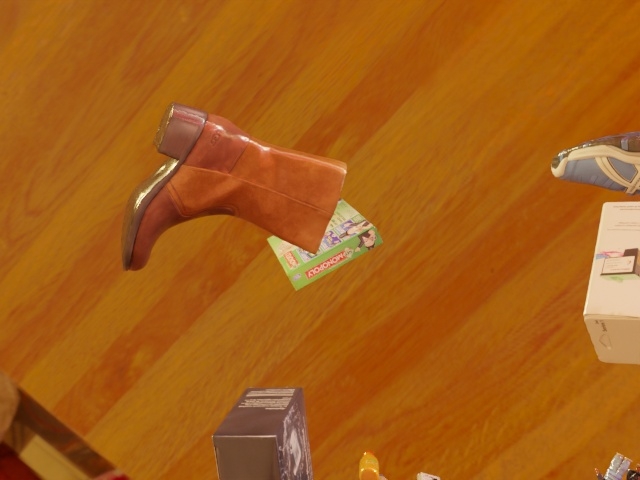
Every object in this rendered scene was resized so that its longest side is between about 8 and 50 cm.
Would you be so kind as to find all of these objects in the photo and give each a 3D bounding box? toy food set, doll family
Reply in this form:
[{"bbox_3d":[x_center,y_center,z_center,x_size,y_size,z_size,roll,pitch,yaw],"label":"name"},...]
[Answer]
[{"bbox_3d":[0.184,0.514,1.609,0.232,0.104,0.111,15,100,1],"label":"toy food set"},{"bbox_3d":[0.707,0.562,1.767,0.076,0.193,0.111,30,88,-35],"label":"doll family"}]

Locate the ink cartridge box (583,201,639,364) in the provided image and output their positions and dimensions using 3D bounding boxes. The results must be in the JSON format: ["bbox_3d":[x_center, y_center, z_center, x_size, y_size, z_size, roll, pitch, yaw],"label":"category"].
[{"bbox_3d":[0.636,0.090,1.620,0.117,0.278,0.201,1,146,32],"label":"ink cartridge box"}]

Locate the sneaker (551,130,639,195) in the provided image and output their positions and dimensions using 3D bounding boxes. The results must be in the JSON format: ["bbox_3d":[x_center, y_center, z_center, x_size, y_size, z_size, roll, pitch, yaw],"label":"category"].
[{"bbox_3d":[0.305,-0.055,0.688,0.211,0.080,0.081,5,107,36],"label":"sneaker"}]

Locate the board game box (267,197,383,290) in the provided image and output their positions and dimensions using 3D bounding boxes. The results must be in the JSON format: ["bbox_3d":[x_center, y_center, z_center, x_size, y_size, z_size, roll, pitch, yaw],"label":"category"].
[{"bbox_3d":[0.000,0.000,1.802,0.213,0.317,0.046,-30,108,-3],"label":"board game box"}]

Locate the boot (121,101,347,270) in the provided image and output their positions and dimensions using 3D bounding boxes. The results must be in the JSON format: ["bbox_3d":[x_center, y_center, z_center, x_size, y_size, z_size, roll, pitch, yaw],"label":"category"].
[{"bbox_3d":[-0.130,-0.039,1.150,0.280,0.096,0.264,20,99,-23],"label":"boot"}]

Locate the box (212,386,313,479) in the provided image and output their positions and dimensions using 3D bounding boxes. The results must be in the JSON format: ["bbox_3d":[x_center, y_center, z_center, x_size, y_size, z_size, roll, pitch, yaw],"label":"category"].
[{"bbox_3d":[-0.075,0.307,1.102,0.093,0.158,0.156,-3,103,13],"label":"box"}]
